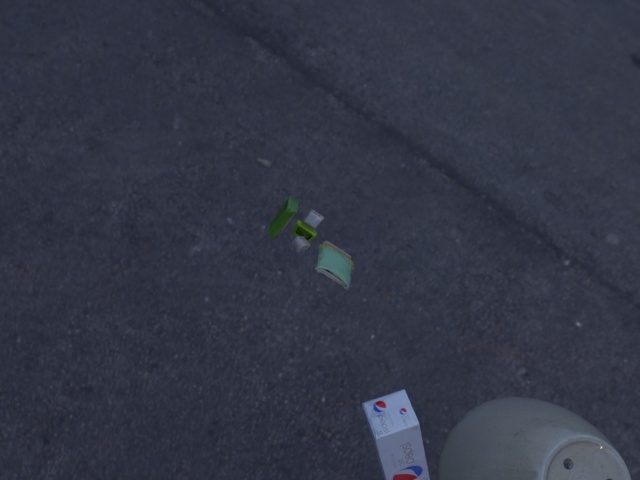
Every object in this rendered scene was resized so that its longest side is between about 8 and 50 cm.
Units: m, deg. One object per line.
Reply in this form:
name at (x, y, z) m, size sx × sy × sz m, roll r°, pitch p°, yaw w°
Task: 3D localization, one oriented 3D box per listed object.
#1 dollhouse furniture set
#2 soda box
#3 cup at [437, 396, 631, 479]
dollhouse furniture set at (0.000, 0.000, 1.165) m, size 0.152 × 0.058 × 0.076 m, roll 33°, pitch 26°, yaw -14°
soda box at (0.125, 0.333, 1.268) m, size 0.074 × 0.216 × 0.069 m, roll -19°, pitch 47°, yaw -3°
cup at (0.403, 0.429, 1.376) m, size 0.331 × 0.237 × 0.330 m, roll 4°, pitch 72°, yaw -14°
